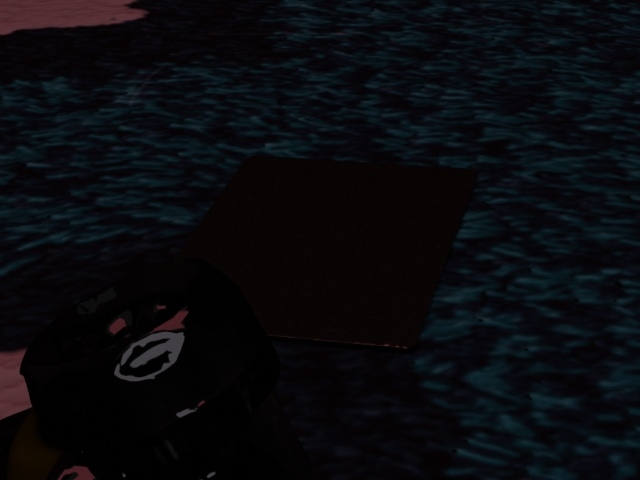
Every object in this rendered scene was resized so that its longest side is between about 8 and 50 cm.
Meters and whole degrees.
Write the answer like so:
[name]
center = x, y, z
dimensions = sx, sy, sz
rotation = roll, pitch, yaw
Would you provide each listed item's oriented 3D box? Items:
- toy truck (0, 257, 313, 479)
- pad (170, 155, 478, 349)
[toy truck]
center = -0.084, 0.119, 0.469
dimensions = 0.165, 0.147, 0.224
rotation = -17, 21, 28
[pad]
center = 0.000, 0.000, 0.838
dimensions = 0.143, 0.003, 0.211
rotation = 5, 27, 14
